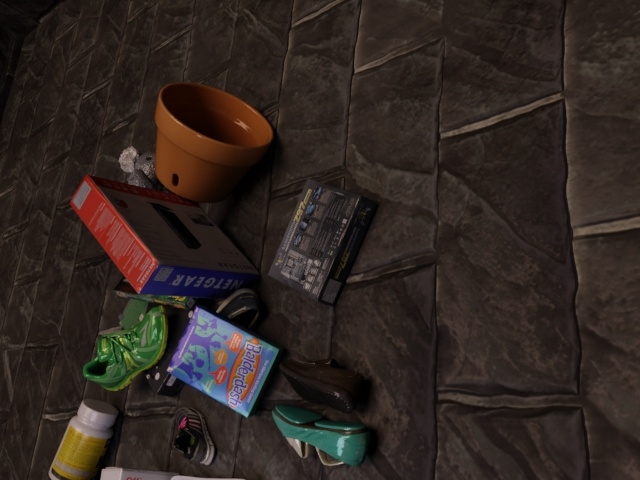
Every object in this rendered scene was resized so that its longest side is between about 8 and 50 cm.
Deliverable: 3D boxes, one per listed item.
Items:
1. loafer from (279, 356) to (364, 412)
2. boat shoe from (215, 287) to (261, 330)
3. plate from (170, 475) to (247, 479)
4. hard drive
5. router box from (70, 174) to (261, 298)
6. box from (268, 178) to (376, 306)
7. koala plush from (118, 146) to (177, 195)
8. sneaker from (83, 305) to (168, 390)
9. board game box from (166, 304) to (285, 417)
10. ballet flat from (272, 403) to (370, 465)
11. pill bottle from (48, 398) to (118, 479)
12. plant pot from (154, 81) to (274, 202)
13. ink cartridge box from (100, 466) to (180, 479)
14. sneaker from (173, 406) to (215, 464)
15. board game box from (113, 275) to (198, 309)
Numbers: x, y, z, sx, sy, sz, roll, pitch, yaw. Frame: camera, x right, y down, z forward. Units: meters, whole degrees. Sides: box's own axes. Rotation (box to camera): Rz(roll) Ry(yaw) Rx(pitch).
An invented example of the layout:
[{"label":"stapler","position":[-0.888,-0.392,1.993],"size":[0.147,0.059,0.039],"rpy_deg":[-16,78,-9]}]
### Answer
[{"label":"loafer","position":[0.007,0.265,1.299],"size":[0.078,0.080,0.220],"rpy_deg":[-44,32,-26]},{"label":"boat shoe","position":[-0.222,0.222,1.538],"size":[0.254,0.095,0.079],"rpy_deg":[-45,33,10]},{"label":"plate","position":[-0.234,0.631,1.393],"size":[0.277,0.045,0.278],"rpy_deg":[-16,61,43]},{"label":"hard drive","position":[-0.398,0.206,1.749],"size":[0.339,0.064,0.237],"rpy_deg":[40,102,47]},{"label":"router box","position":[-0.337,0.000,1.520],"size":[0.301,0.335,0.082],"rpy_deg":[45,107,27]},{"label":"box","position":[0.000,0.000,1.426],"size":[0.183,0.059,0.233],"rpy_deg":[22,90,49]},{"label":"koala plush","position":[-0.478,-0.161,1.916],"size":[0.203,0.196,0.221],"rpy_deg":[-44,49,38]},{"label":"sneaker","position":[-0.473,0.268,1.658],"size":[0.295,0.123,0.109],"rpy_deg":[-45,45,22]},{"label":"board game box","position":[-0.203,0.255,1.451],"size":[0.210,0.047,0.160],"rpy_deg":[25,91,14]},{"label":"ballet flat","position":[-0.009,0.364,1.255],"size":[0.247,0.083,0.087],"rpy_deg":[-1,86,48]},{"label":"pill bottle","position":[-0.617,0.532,1.787],"size":[0.119,0.119,0.209],"rpy_deg":[21,88,49]},{"label":"plant pot","position":[-0.285,-0.229,1.694],"size":[0.203,0.290,0.291],"rpy_deg":[-63,38,30]},{"label":"ink cartridge box","position":[-0.406,0.616,1.494],"size":[0.092,0.158,0.218],"rpy_deg":[-20,59,41]},{"label":"sneaker","position":[-0.298,0.432,1.529],"size":[0.063,0.074,0.170],"rpy_deg":[-56,42,12]},{"label":"board game box","position":[-0.392,0.098,1.710],"size":[0.259,0.030,0.136],"rpy_deg":[7,49,34]}]
